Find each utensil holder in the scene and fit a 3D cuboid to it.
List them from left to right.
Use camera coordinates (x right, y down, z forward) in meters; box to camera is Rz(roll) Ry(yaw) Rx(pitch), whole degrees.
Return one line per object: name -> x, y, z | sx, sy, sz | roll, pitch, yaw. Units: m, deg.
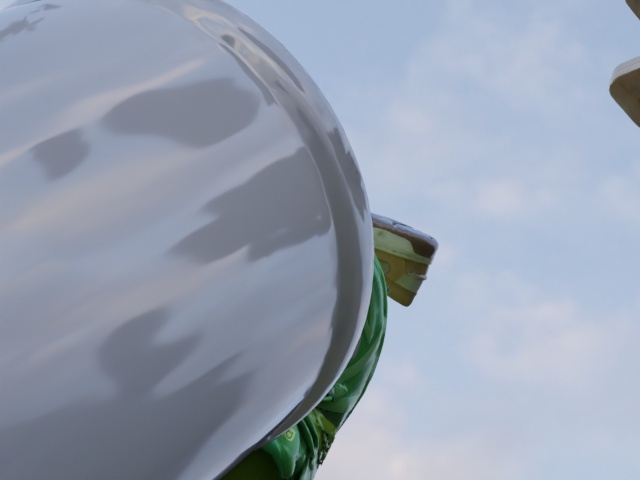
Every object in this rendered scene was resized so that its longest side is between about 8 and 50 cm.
utensil holder -> -0.197, 0.045, 0.861 | 0.328, 0.385, 0.327 | 10, -68, 25

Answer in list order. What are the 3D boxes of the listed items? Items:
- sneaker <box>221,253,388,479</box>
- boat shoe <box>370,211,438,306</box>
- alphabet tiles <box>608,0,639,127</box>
sneaker -> -0.027, 0.126, 1.128 | 0.109, 0.295, 0.123 | 24, -9, -3
boat shoe -> 0.000, 0.000, 1.272 | 0.190, 0.072, 0.068 | 24, 8, 29
alphabet tiles -> 0.352, -0.123, 1.091 | 0.284, 0.021, 0.278 | -23, -51, 37
